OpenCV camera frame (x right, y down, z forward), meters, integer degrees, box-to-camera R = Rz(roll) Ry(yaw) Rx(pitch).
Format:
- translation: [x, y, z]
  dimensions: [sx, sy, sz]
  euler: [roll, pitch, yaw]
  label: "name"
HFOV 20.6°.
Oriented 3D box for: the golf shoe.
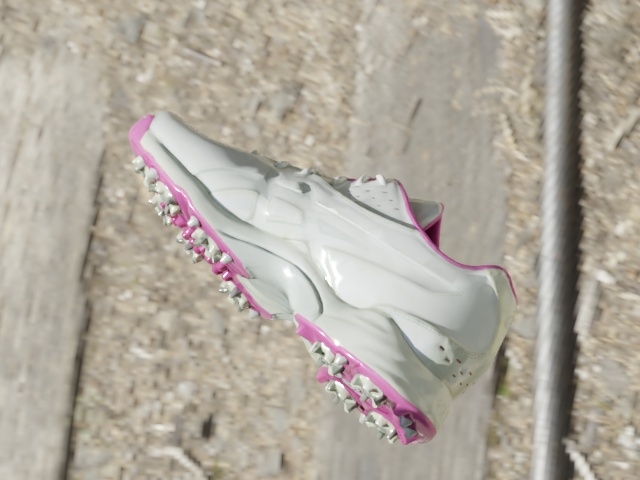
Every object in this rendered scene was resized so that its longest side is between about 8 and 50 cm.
- translation: [0.000, 0.000, 1.185]
  dimensions: [0.140, 0.115, 0.306]
  euler: [-43, 69, -12]
  label: "golf shoe"
